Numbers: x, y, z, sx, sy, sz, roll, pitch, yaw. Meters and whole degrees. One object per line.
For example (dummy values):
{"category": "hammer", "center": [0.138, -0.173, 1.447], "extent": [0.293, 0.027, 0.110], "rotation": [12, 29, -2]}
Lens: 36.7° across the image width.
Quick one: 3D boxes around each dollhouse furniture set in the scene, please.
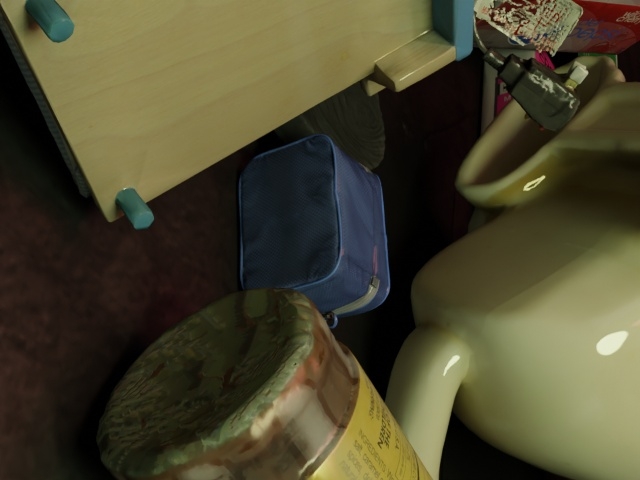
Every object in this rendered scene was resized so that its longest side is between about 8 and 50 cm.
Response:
{"category": "dollhouse furniture set", "center": [-0.112, -0.147, 0.375], "extent": [0.198, 0.286, 0.303], "rotation": [49, -16, 33]}

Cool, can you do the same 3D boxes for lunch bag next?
{"category": "lunch bag", "center": [0.000, 0.000, 0.528], "extent": [0.065, 0.067, 0.098], "rotation": [28, 54, -52]}

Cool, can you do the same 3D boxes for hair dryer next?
{"category": "hair dryer", "center": [0.100, -0.232, 0.675], "extent": [0.293, 0.223, 0.080], "rotation": [30, 3, 3]}

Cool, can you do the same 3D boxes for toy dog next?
{"category": "toy dog", "center": [0.266, 0.121, 0.671], "extent": [0.395, 0.284, 0.408], "rotation": [-48, 117, -25]}

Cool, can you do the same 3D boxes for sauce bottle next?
{"category": "sauce bottle", "center": [0.030, 0.179, 0.457], "extent": [0.344, 0.111, 0.111], "rotation": [60, 32, -27]}

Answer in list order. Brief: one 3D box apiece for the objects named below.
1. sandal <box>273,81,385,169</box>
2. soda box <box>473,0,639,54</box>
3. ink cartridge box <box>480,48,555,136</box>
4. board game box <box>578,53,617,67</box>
{"category": "sandal", "center": [-0.024, -0.258, 0.566], "extent": [0.167, 0.107, 0.445], "rotation": [-10, 85, -61]}
{"category": "soda box", "center": [0.223, -0.235, 0.904], "extent": [0.263, 0.092, 0.083], "rotation": [-7, 73, -39]}
{"category": "ink cartridge box", "center": [0.218, -0.070, 0.951], "extent": [0.176, 0.069, 0.371], "rotation": [47, 37, -38]}
{"category": "board game box", "center": [0.338, -0.271, 1.182], "extent": [0.317, 0.046, 0.213], "rotation": [67, 25, -47]}
